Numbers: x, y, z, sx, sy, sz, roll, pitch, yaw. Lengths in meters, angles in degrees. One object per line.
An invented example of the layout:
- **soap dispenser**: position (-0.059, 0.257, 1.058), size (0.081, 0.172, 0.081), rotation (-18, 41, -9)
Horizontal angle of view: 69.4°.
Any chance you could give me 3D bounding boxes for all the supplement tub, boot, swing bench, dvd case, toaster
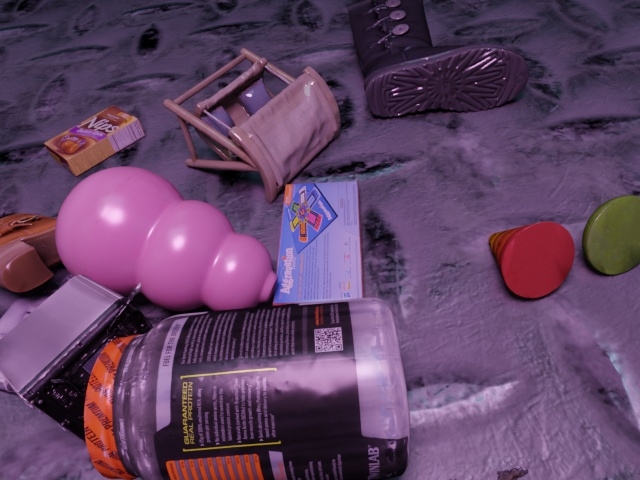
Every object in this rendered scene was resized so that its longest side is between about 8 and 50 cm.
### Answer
- **supplement tub**: position (-0.076, 0.183, 0.553), size (0.338, 0.207, 0.207), rotation (-5, 49, 2)
- **boot**: position (0.267, -0.494, 1.161), size (0.368, 0.146, 0.445), rotation (-4, 44, 1)
- **swing bench**: position (-0.129, -0.250, 0.965), size (0.255, 0.165, 0.253), rotation (24, 55, 24)
- **boot**: position (-0.482, -0.011, 0.854), size (0.220, 0.109, 0.283), rotation (15, 42, 39)
- **dvd case**: position (-0.453, 0.141, 0.758), size (0.165, 0.018, 0.221), rotation (8, 51, 13)
- **toaster**: position (-0.312, 0.154, 0.630), size (0.110, 0.168, 0.185), rotation (23, 56, 25)

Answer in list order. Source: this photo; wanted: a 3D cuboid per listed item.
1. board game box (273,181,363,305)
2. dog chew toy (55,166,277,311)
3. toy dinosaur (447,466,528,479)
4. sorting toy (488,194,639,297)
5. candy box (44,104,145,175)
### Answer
- **board game box**: position (0.000, 0.000, 0.823), size (0.145, 0.027, 0.281), rotation (-1, 49, 4)
- **dog chew toy**: position (-0.228, 0.016, 0.726), size (0.332, 0.206, 0.206), rotation (21, 53, 3)
- **toy dinosaur**: position (0.186, 0.321, 0.503), size (0.269, 0.064, 0.118), rotation (-8, 55, 3)
- **sorting toy**: position (0.430, -0.017, 0.762), size (0.366, 0.126, 0.126), rotation (-15, 19, -10)
- **candy box**: position (-0.521, -0.236, 1.072), size (0.109, 0.053, 0.187), rotation (30, 57, 29)
